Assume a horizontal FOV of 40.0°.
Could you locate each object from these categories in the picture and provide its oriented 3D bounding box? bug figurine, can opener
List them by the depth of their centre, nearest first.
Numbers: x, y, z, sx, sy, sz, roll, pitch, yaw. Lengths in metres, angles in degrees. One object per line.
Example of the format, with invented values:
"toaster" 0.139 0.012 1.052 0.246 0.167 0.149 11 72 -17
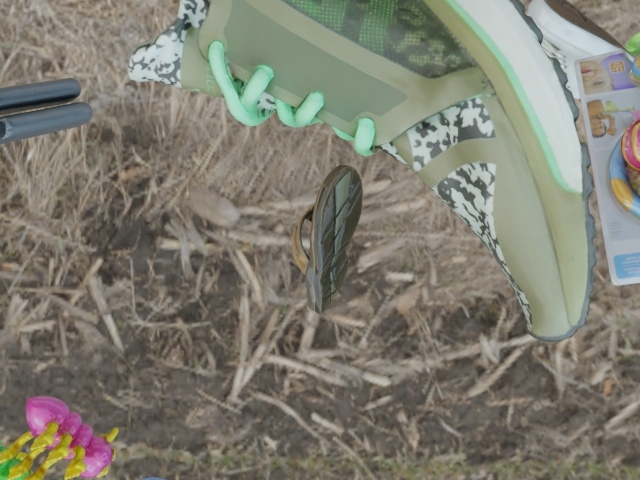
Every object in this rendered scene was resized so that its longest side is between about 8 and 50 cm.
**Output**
"bug figurine" -0.221 0.227 0.783 0.279 0.072 0.216 -20 119 37
"can opener" -0.391 -0.162 1.107 0.093 0.280 0.074 -22 93 29

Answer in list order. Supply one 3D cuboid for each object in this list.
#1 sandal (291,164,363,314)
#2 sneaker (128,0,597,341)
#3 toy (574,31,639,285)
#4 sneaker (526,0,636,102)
"sandal" 0.000 0.000 1.027 0.060 0.090 0.219 29 145 18
"sneaker" -0.006 -0.109 0.474 0.182 0.158 0.410 -32 84 7
"toy" 0.300 -0.086 0.750 0.137 0.237 0.056 -9 148 16
"sneaker" 0.340 -0.244 1.203 0.123 0.106 0.290 -46 150 23
